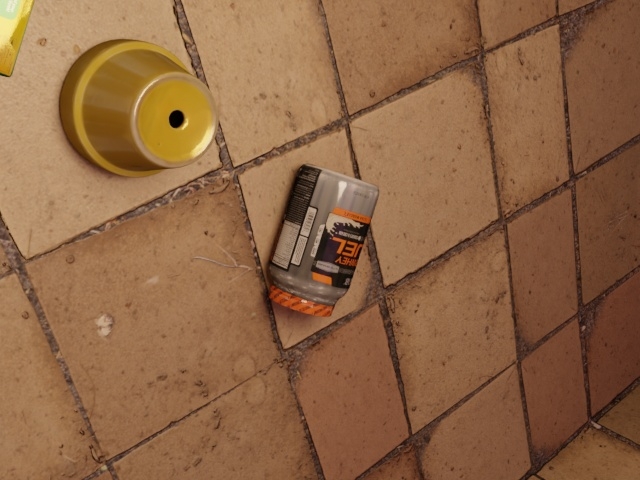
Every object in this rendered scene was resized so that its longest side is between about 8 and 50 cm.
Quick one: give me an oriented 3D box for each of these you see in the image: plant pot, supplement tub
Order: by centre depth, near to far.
[{"bbox_3d":[-0.310,-0.230,1.345,0.253,0.239,0.254,-13,112,-35],"label":"plant pot"},{"bbox_3d":[0.000,0.000,1.679,0.193,0.193,0.316,14,96,-39],"label":"supplement tub"}]

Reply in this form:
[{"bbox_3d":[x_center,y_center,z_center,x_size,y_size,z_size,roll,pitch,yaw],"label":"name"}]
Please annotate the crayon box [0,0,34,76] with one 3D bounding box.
[{"bbox_3d":[-0.551,-0.426,1.201,0.165,0.081,0.279,17,94,-39],"label":"crayon box"}]
